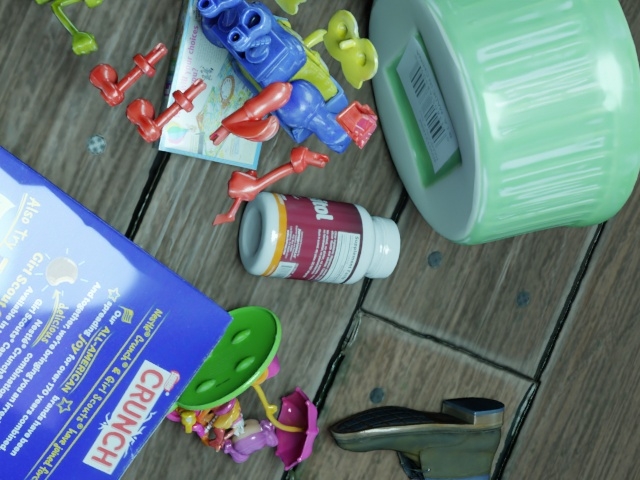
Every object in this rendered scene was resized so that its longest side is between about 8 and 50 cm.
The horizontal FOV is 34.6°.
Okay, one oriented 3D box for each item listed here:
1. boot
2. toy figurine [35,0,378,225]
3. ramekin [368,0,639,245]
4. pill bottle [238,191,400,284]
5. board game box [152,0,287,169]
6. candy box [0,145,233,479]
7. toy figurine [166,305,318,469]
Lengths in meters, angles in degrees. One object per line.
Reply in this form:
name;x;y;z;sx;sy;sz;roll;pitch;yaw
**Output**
boot;0.112;0.241;1.147;0.219;0.082;0.106;-2;97;-25
toy figurine;-0.083;-0.163;0.940;0.191;0.217;0.362;-44;69;4
ramekin;0.161;-0.141;0.989;0.148;0.303;0.303;-17;105;-13
pill bottle;0.000;0.000;1.053;0.152;0.086;0.086;7;96;-25
board game box;-0.099;-0.155;1.015;0.103;0.026;0.154;11;95;-25
candy box;-0.287;0.082;0.923;0.317;0.122;0.268;39;81;-23
toy figurine;-0.076;0.178;1.049;0.173;0.130;0.159;-30;121;7
